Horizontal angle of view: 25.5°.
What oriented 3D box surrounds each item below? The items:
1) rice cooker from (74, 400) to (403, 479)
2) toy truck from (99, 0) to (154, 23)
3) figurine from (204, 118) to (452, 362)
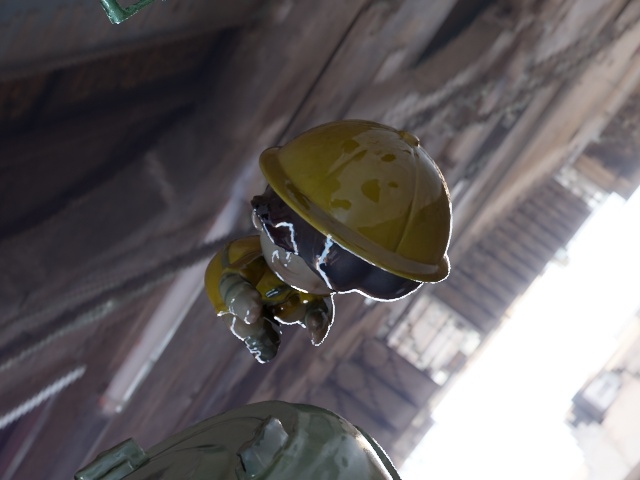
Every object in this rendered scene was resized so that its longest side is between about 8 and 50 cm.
[{"bbox_3d":[-0.023,0.204,0.605,0.244,0.226,0.226,59,-156,-8],"label":"rice cooker"},{"bbox_3d":[-0.086,-0.146,0.674,0.080,0.154,0.078,-44,-66,-37],"label":"toy truck"},{"bbox_3d":[-0.001,-0.005,1.250,0.192,0.257,0.167,2,-116,-47],"label":"figurine"}]
